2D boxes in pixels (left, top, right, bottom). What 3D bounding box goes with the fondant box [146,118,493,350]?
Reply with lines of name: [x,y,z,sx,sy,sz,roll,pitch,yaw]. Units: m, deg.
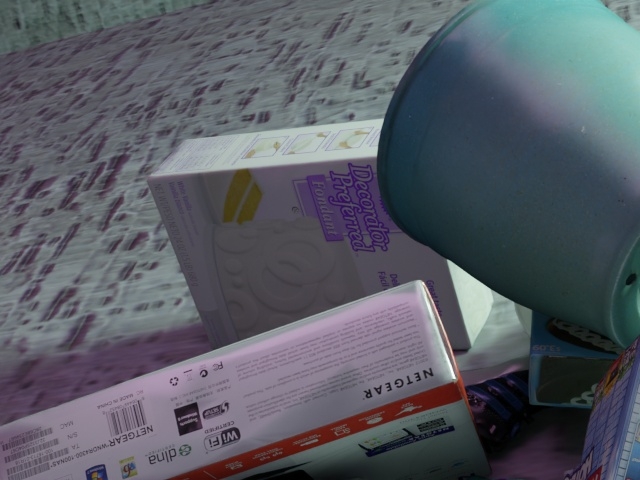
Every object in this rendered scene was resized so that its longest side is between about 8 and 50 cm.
fondant box: [0.000,0.000,1.334,0.330,0.238,0.096,-4,29,27]

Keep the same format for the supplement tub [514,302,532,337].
supplement tub: [0.260,0.058,1.246,0.107,0.071,0.071,-28,28,-20]

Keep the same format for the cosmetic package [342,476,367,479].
cosmetic package: [0.044,0.302,0.763,0.197,0.155,0.366,-7,17,-30]

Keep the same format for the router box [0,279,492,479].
router box: [-0.042,0.171,0.966,0.336,0.301,0.082,-20,64,5]

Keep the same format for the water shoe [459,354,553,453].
water shoe: [0.167,0.161,1.134,0.203,0.073,0.080,-10,60,4]

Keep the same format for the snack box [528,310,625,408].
snack box: [0.352,0.079,1.084,0.322,0.060,0.187,2,31,10]

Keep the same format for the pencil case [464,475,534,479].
pencil case: [0.188,0.227,0.974,0.152,0.064,0.070,-2,18,31]

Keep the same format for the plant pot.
plant pot: [0.230,-0.046,1.017,0.272,0.271,0.255,-28,44,-18]

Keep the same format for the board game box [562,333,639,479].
board game box: [0.197,0.188,0.818,0.060,0.194,0.194,19,59,2]
